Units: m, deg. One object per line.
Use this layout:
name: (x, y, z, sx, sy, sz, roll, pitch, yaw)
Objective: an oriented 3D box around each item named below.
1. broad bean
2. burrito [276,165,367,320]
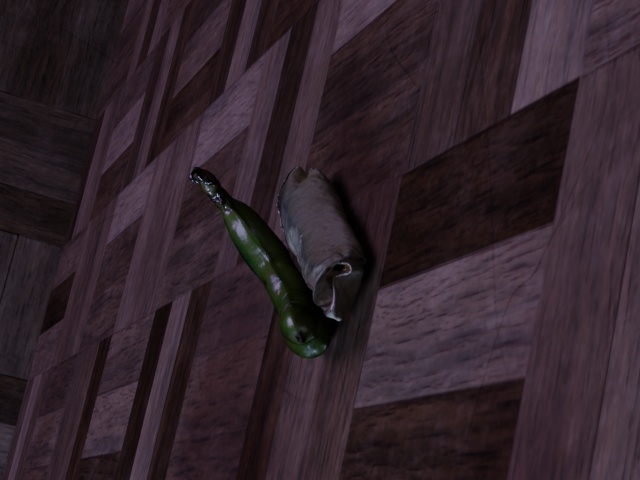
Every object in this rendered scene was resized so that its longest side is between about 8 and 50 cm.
broad bean: (-0.045, 0.040, 1.466, 0.049, 0.144, 0.292, -39, 41, 4)
burrito: (0.000, 0.000, 1.471, 0.275, 0.059, 0.082, -116, 34, -68)
